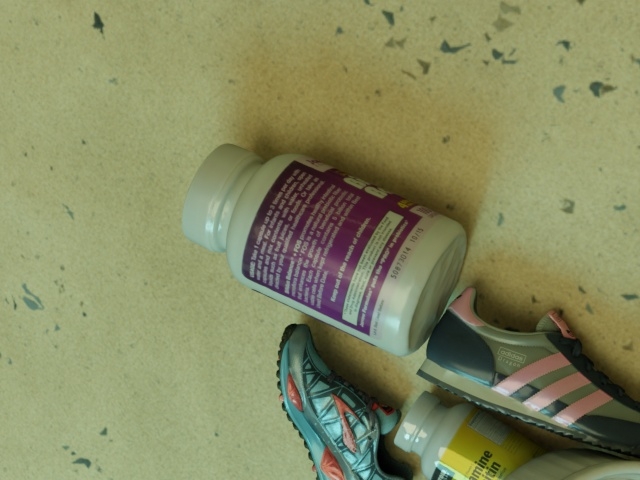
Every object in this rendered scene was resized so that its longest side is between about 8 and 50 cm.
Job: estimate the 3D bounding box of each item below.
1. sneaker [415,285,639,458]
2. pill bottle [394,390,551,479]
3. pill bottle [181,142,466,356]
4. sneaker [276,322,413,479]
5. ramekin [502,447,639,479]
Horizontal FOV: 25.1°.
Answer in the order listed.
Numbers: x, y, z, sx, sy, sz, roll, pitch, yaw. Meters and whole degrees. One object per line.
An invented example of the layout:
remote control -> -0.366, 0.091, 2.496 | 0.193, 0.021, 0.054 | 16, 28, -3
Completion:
sneaker -> 0.275, 0.151, 1.598 | 0.319, 0.112, 0.131 | 20, 86, 7
pill bottle -> 0.182, 0.254, 1.680 | 0.184, 0.103, 0.103 | 30, 120, 14
pill bottle -> 0.000, 0.000, 1.639 | 0.301, 0.169, 0.169 | 24, 118, 17
sneaker -> 0.036, 0.209, 1.758 | 0.125, 0.104, 0.262 | -19, 106, 17
ramekin -> 0.294, 0.359, 1.564 | 0.135, 0.277, 0.277 | -159, 51, -69
